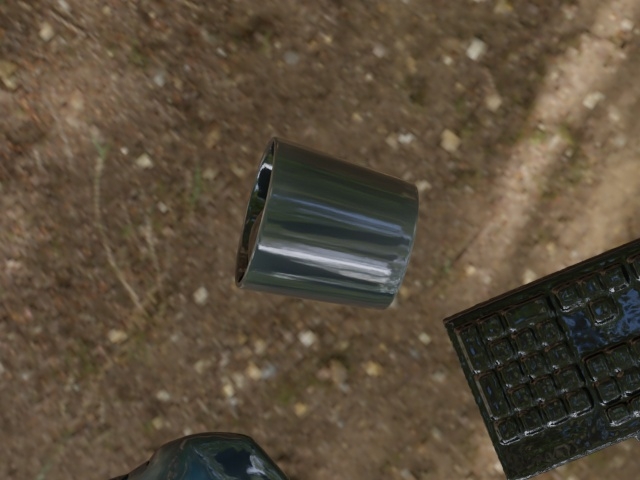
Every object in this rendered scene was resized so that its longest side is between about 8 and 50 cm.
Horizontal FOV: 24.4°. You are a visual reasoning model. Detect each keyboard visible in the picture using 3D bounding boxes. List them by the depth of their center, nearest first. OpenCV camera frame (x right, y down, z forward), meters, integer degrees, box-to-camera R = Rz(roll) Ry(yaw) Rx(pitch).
[{"bbox_3d":[0.144,0.018,0.499,0.198,0.064,0.010,-23,171,4],"label":"keyboard"}]

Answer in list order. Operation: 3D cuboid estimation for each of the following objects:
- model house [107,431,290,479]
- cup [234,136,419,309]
[{"bbox_3d":[-0.098,0.261,0.573,0.215,0.303,0.237,-27,105,24],"label":"model house"},{"bbox_3d":[0.000,0.000,0.756,0.077,0.078,0.100,14,150,-10],"label":"cup"}]
